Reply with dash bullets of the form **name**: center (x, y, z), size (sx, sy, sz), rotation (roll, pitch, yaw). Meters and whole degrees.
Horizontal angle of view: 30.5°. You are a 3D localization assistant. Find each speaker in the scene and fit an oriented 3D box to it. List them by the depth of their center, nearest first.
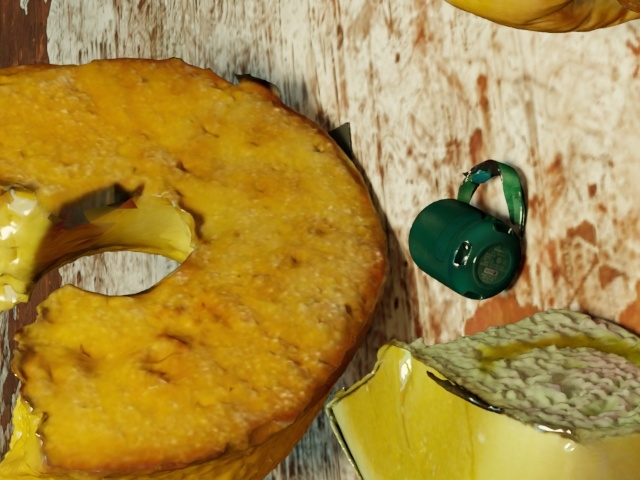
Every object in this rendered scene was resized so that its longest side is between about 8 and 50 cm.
- **speaker**: center (0.113, -0.008, 0.841), size (0.094, 0.060, 0.075), rotation (-48, 35, -5)

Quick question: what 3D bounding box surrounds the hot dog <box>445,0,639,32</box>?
- **hot dog**: center (0.196, -0.288, 0.588), size (0.223, 0.185, 0.405), rotation (42, 123, 53)

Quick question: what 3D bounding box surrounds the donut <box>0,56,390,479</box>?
- **donut**: center (-0.137, 0.036, 0.953), size (0.435, 0.378, 0.163), rotation (58, 149, 36)

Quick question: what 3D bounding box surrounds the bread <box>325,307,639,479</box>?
- **bread**: center (0.118, 0.132, 0.734), size (0.261, 0.158, 0.156), rotation (26, 120, 56)

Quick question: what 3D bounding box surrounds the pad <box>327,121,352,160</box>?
- **pad**: center (0.000, 0.000, 1.063), size (0.127, 0.004, 0.190), rotation (-24, 67, 56)
